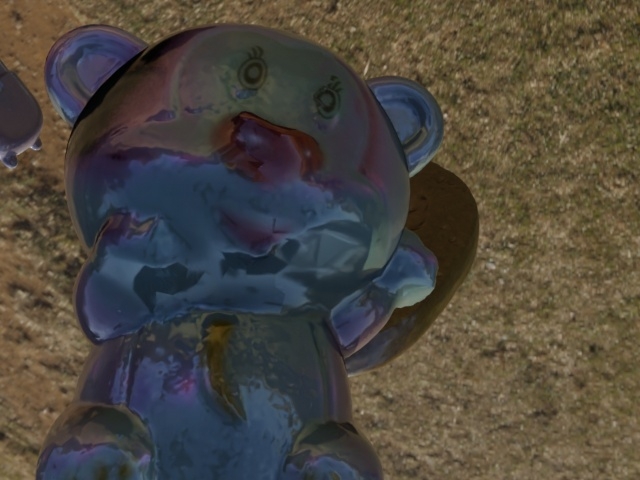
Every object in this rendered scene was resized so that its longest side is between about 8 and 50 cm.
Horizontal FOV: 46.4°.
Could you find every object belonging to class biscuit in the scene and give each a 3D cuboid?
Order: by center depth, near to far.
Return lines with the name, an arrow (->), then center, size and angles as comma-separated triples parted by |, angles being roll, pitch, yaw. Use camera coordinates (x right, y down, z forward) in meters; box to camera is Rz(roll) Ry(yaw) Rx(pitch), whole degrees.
biscuit -> 0.000, 0.001, 0.816 | 0.314, 0.367, 0.063 | 20, 133, 25

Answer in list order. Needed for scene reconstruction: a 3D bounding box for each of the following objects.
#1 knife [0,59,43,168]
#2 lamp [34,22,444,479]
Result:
knife -> -0.412, -0.255, 0.750 | 0.038, 0.132, 0.399 | -11, 120, 41
lamp -> -0.053, 0.026, 0.467 | 0.247, 0.301, 0.247 | 6, 170, -7
